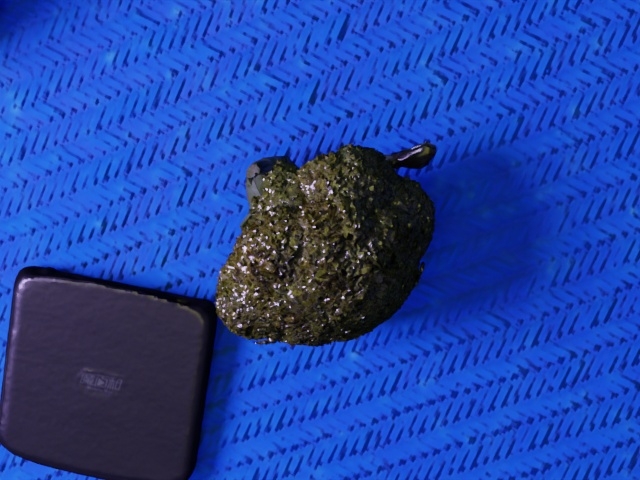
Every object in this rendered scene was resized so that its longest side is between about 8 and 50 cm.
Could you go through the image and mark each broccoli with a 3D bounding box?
[{"bbox_3d":[0.000,0.000,0.922,0.120,0.130,0.131,47,142,38],"label":"broccoli"}]

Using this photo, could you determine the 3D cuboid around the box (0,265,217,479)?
[{"bbox_3d":[-0.130,0.083,1.000,0.126,0.027,0.125,11,105,5],"label":"box"}]
